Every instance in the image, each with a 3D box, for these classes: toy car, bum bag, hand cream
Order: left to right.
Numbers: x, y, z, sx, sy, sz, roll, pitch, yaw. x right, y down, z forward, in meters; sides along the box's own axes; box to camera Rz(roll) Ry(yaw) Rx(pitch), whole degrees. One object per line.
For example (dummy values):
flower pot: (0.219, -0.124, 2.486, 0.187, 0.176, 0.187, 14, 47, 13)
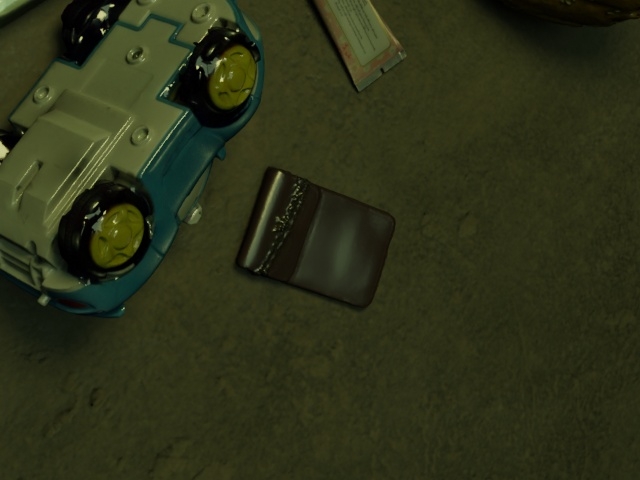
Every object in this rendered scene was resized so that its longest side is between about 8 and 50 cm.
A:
toy car: (-0.162, -0.082, 0.935, 0.314, 0.198, 0.166, -57, 146, -15)
bum bag: (0.000, 0.000, 1.094, 0.159, 0.026, 0.109, 19, 84, -25)
hand cream: (0.013, -0.253, 1.082, 0.067, 0.043, 0.209, -39, 113, -16)

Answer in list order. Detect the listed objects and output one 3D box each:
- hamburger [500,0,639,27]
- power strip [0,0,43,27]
hamburger: (0.234, -0.322, 1.055, 0.285, 0.265, 0.134, 29, 75, -22)
power strip: (-0.184, -0.309, 0.970, 0.385, 0.062, 0.091, -39, 105, -19)
